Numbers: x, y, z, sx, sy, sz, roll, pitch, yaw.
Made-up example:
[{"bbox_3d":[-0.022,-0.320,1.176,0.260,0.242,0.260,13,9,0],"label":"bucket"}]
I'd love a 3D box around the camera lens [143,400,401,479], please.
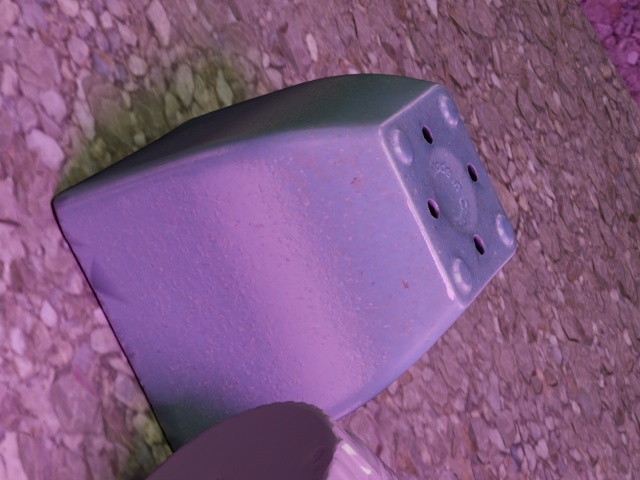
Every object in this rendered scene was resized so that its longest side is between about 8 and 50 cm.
[{"bbox_3d":[0.001,0.275,1.140,0.274,0.219,0.219,54,33,-24],"label":"camera lens"}]

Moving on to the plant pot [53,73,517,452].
[{"bbox_3d":[0.000,0.000,1.285,0.247,0.252,0.248,64,29,-8],"label":"plant pot"}]
